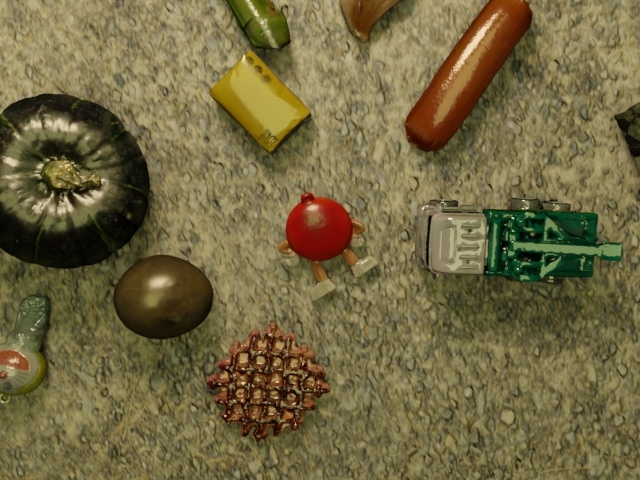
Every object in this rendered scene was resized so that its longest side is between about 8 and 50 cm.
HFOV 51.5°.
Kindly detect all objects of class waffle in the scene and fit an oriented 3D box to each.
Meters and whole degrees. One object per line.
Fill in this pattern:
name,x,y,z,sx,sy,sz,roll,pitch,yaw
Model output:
waffle,-0.111,0.297,1.371,0.234,0.055,0.221,-42,94,-1

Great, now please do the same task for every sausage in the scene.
sausage,0.284,-0.325,1.276,0.097,0.094,0.348,34,96,-1

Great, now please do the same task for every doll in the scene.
doll,0.000,0.000,1.323,0.183,0.085,0.217,-29,114,5

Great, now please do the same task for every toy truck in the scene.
toy truck,0.370,0.001,1.279,0.364,0.178,0.176,2,97,2

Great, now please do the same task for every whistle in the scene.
whistle,-0.602,0.217,1.330,0.123,0.123,0.222,16,82,-3

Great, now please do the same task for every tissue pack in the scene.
tissue pack,-0.114,-0.264,1.285,0.120,0.082,0.169,-44,96,6

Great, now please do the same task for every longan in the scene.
longan,-0.304,0.111,1.293,0.187,0.167,0.167,8,97,-2

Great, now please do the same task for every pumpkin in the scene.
pumpkin,-0.477,-0.108,1.221,0.324,0.241,0.322,0,89,-14

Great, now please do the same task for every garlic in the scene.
garlic,0.125,-0.482,1.270,0.198,0.090,0.128,-36,111,-2

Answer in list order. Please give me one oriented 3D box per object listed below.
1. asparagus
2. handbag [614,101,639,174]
asparagus,-0.169,-0.503,1.256,0.082,0.085,0.343,-34,95,0
handbag,0.798,-0.131,1.275,0.317,0.180,0.415,-27,96,-10
